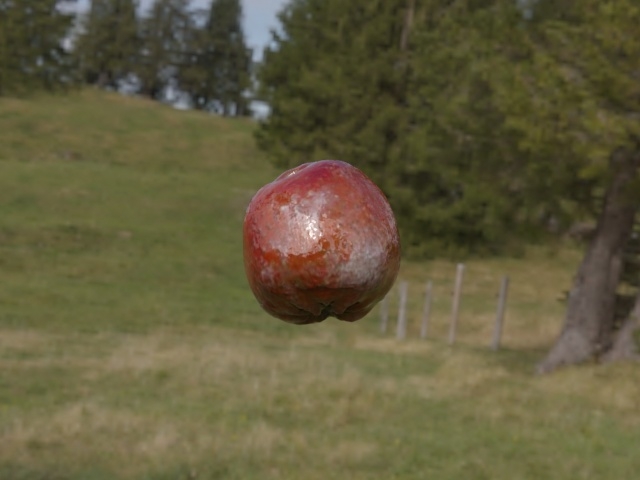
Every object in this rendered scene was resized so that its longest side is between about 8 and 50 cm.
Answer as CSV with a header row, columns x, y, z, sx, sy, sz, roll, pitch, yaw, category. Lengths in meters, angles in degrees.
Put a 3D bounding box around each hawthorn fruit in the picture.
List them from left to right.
x,y,z,sx,sy,sz,roll,pitch,yaw,category
0.000,0.000,1.329,0.173,0.172,0.173,7,3,0,hawthorn fruit
